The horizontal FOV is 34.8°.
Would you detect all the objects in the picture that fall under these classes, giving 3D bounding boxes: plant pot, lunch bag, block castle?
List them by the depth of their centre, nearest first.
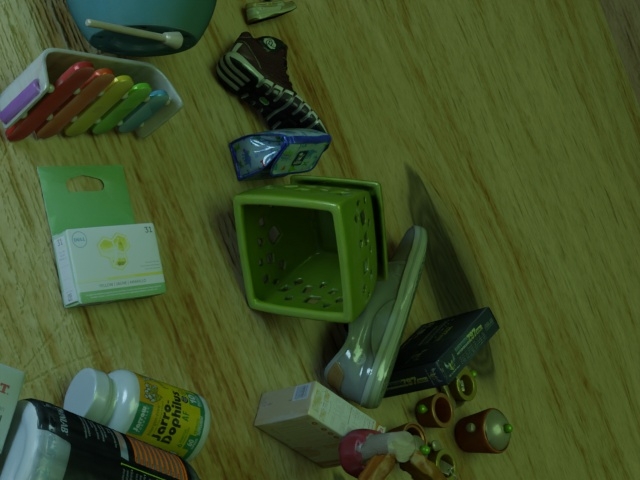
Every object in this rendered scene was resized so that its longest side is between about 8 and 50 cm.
[{"bbox_3d":[0.066,0.553,1.638,0.303,0.213,0.453,43,61,-8],"label":"block castle"},{"bbox_3d":[-0.300,-0.444,1.707,0.293,0.293,0.235,3,81,-45],"label":"plant pot"},{"bbox_3d":[0.000,0.000,1.850,0.207,0.227,0.228,-33,123,-53],"label":"plant pot"},{"bbox_3d":[-0.071,-0.169,1.924,0.129,0.151,0.096,-11,83,-48],"label":"lunch bag"}]

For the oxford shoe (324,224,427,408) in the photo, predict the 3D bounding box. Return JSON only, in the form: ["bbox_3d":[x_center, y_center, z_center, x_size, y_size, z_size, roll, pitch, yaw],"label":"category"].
[{"bbox_3d":[0.117,0.129,2.024,0.169,0.130,0.449,93,16,-49],"label":"oxford shoe"}]

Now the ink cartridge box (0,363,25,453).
[{"bbox_3d":[-0.525,0.268,1.277,0.211,0.121,0.289,31,62,-41],"label":"ink cartridge box"}]

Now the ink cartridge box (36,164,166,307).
[{"bbox_3d":[-0.352,-0.015,1.652,0.171,0.056,0.235,-6,81,-46],"label":"ink cartridge box"}]

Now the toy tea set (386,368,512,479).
[{"bbox_3d":[0.279,0.391,2.092,0.336,0.124,0.200,-31,98,-47],"label":"toy tea set"}]

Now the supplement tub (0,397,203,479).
[{"bbox_3d":[-0.311,0.370,1.434,0.338,0.207,0.207,32,54,-33],"label":"supplement tub"}]

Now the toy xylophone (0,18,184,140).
[{"bbox_3d":[-0.349,-0.245,1.617,0.322,0.236,0.081,-9,68,-48],"label":"toy xylophone"}]

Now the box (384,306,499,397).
[{"bbox_3d":[0.232,0.226,2.064,0.232,0.183,0.059,-37,103,-46],"label":"box"}]

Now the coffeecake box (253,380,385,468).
[{"bbox_3d":[0.000,0.331,1.815,0.185,0.142,0.068,38,50,-30],"label":"coffeecake box"}]

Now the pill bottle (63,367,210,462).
[{"bbox_3d":[-0.282,0.266,1.569,0.208,0.117,0.117,27,57,-36],"label":"pill bottle"}]

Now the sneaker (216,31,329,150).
[{"bbox_3d":[-0.068,-0.308,2.018,0.281,0.106,0.162,42,46,-26],"label":"sneaker"}]

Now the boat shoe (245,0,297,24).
[{"bbox_3d":[-0.101,-0.477,2.085,0.135,0.050,0.045,-29,102,-47],"label":"boat shoe"}]
